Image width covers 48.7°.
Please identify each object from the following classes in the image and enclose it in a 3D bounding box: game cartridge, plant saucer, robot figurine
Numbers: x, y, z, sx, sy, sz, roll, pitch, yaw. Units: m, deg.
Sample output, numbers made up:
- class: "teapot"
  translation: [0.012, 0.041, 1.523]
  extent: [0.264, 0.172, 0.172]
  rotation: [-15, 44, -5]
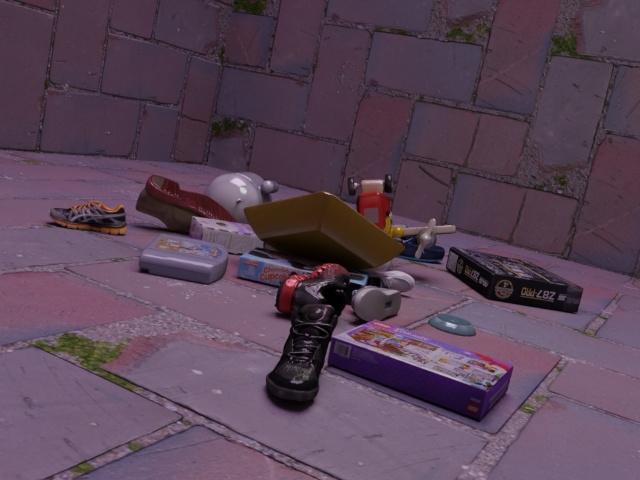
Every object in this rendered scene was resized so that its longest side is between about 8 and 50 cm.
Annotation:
- class: "game cartridge"
  translation: [-0.335, 0.042, 1.795]
  extent: [0.198, 0.062, 0.297]
  rotation: [7, 10, -5]
- class: "plant saucer"
  translation: [0.325, 0.204, 1.736]
  extent: [0.119, 0.021, 0.119]
  rotation: [12, 9, -2]
- class: "robot figurine"
  translation: [-0.288, -0.137, 2.466]
  extent: [0.300, 0.199, 0.353]
  rotation: [-26, 3, 11]
- class: "plant saucer"
  translation: [0.000, 0.000, 1.905]
  extent: [0.333, 0.081, 0.333]
  rotation: [-8, -32, 45]

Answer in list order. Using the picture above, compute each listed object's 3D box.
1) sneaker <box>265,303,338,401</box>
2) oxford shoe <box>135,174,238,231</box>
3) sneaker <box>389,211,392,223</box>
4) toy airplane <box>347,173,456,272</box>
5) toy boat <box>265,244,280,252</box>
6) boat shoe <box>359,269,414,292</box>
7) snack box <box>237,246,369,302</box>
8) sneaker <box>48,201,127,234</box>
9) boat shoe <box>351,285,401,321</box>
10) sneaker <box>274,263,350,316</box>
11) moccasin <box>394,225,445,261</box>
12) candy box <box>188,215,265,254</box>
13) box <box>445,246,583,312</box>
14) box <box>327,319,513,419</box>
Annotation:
- class: "sneaker"
  translation: [-0.029, 0.174, 1.146]
  extent: [0.087, 0.130, 0.227]
  rotation: [11, 11, 8]
- class: "oxford shoe"
  translation: [-0.412, -0.079, 2.228]
  extent: [0.348, 0.130, 0.123]
  rotation: [29, 23, -25]
- class: "sneaker"
  translation: [0.095, -0.022, 2.527]
  extent: [0.330, 0.147, 0.130]
  rotation: [-5, 19, 9]
- class: "toy airplane"
  translation: [0.177, -0.013, 2.268]
  extent: [0.384, 0.272, 0.386]
  rotation: [17, -30, -34]
- class: "toy boat"
  translation: [-0.116, -0.013, 2.224]
  extent: [0.151, 0.151, 0.231]
  rotation: [40, -3, -25]
- class: "boat shoe"
  translation: [0.169, 0.115, 1.962]
  extent: [0.184, 0.066, 0.063]
  rotation: [14, 23, 0]
- class: "snack box"
  translation: [-0.040, 0.088, 1.851]
  extent: [0.322, 0.060, 0.187]
  rotation: [13, 8, 6]
- class: "sneaker"
  translation: [-0.650, -0.073, 1.990]
  extent: [0.215, 0.083, 0.084]
  rotation: [7, 12, -17]
- class: "boat shoe"
  translation: [0.116, 0.148, 1.681]
  extent: [0.081, 0.079, 0.227]
  rotation: [6, 1, 29]
- class: "sneaker"
  translation: [0.015, 0.120, 1.608]
  extent: [0.135, 0.097, 0.276]
  rotation: [16, 15, 25]
- class: "moccasin"
  translation: [0.307, 0.001, 2.634]
  extent: [0.342, 0.116, 0.138]
  rotation: [10, 10, -12]
- class: "candy box"
  translation: [-0.281, -0.012, 2.121]
  extent: [0.196, 0.070, 0.165]
  rotation: [9, 10, -23]
- class: "box"
  translation: [0.638, 0.124, 2.385]
  extent: [0.318, 0.097, 0.395]
  rotation: [8, 10, -12]
- class: "box"
  translation: [0.187, 0.229, 1.302]
  extent: [0.293, 0.057, 0.201]
  rotation: [16, 11, 26]
